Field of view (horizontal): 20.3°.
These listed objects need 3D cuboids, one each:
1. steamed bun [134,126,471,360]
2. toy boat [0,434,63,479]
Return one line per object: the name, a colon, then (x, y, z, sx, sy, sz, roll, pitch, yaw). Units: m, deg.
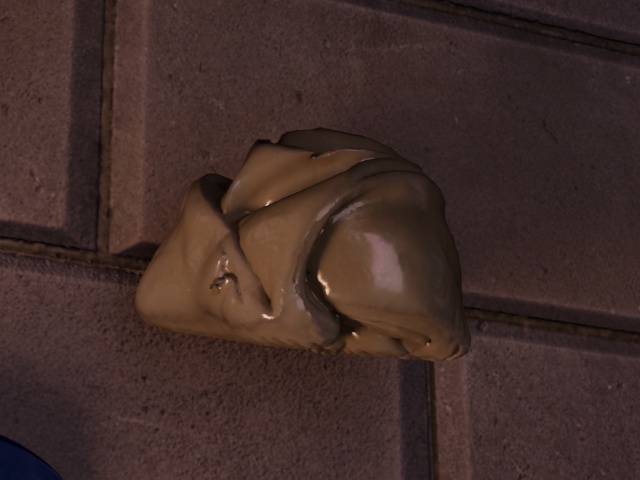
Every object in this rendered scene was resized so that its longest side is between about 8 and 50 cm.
steamed bun: (0.000, 0.000, 2.036, 0.342, 0.367, 0.255, 5, 93, -44)
toy boat: (-0.398, 0.258, 1.909, 0.295, 0.088, 0.129, 12, 65, -35)
